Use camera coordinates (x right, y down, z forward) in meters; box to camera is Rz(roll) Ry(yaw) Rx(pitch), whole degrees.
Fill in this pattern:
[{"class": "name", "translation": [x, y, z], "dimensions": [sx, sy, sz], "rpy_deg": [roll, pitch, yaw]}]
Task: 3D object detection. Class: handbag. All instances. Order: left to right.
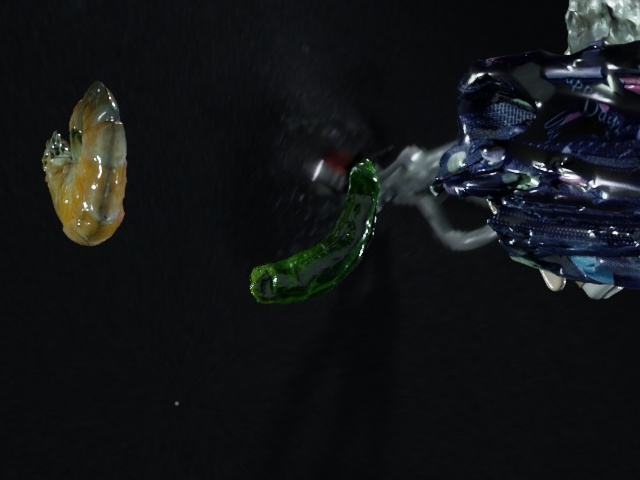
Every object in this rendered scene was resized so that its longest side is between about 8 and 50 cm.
[{"class": "handbag", "translation": [0.176, -0.031, 0.643], "dimensions": [0.162, 0.260, 0.113], "rpy_deg": [10, -94, -49]}]

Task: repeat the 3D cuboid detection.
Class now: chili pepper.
[{"class": "chili pepper", "translation": [0.007, 0.004, 1.008], "dimensions": [0.055, 0.035, 0.118], "rpy_deg": [31, -69, -38]}]

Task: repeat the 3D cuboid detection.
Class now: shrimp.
[{"class": "shrimp", "translation": [-0.148, -0.051, 0.999], "dimensions": [0.042, 0.190, 0.101], "rpy_deg": [5, -84, -19]}]

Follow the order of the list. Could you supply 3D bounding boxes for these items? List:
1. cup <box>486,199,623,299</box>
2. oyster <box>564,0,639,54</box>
[{"class": "cup", "translation": [0.158, -0.020, 0.933], "dimensions": [0.074, 0.102, 0.099], "rpy_deg": [-40, -102, 20]}, {"class": "oyster", "translation": [0.242, -0.133, 1.080], "dimensions": [0.112, 0.267, 0.198], "rpy_deg": [-8, -123, -21]}]
